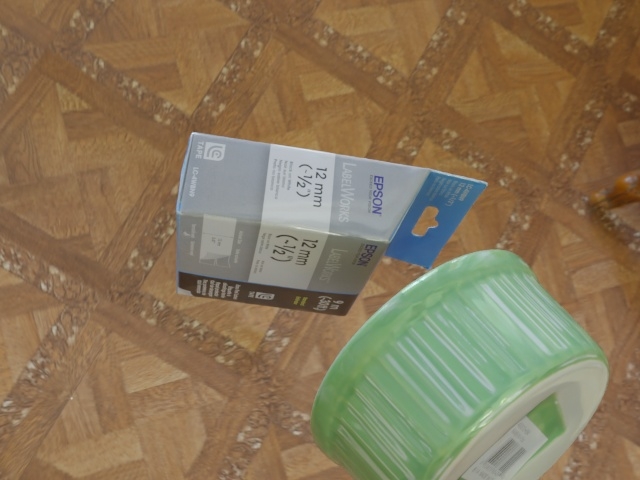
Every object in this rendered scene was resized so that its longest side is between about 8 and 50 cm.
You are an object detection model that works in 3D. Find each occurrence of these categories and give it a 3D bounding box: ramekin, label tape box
[{"bbox_3d":[0.155,0.171,0.847,0.303,0.303,0.148,-28,52,-20],"label":"ramekin"},{"bbox_3d":[0.000,0.000,1.001,0.348,0.249,0.115,10,64,-6],"label":"label tape box"}]
